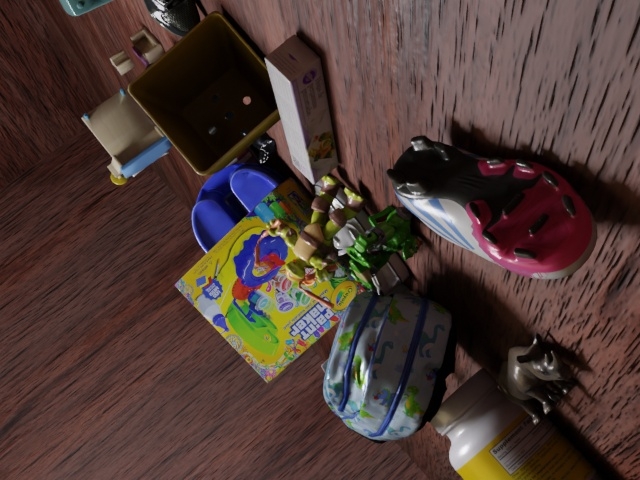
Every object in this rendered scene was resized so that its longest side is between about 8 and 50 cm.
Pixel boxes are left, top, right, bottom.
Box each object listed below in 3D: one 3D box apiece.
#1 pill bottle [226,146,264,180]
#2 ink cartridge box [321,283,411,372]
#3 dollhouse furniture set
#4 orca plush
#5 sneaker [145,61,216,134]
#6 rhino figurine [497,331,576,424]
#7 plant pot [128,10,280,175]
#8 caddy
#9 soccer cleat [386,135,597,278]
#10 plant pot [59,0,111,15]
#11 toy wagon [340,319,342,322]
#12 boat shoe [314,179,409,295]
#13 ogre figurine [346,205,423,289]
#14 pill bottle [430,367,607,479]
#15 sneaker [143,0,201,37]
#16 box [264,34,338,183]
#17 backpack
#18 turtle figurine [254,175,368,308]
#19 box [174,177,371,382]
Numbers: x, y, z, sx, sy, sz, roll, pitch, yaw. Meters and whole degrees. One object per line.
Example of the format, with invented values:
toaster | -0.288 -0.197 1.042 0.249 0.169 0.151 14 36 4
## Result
pill bottle | -0.174 -0.142 2.061 0.193 0.108 0.108 55 168 -20
ink cartridge box | 0.113 0.235 1.809 0.060 0.239 0.275 41 165 39
dollhouse furniture set | -0.454 -0.305 2.139 0.286 0.303 0.198 48 167 15
orca plush | -0.225 -0.268 1.876 0.287 0.102 0.151 51 169 0
sneaker | -0.304 -0.288 1.951 0.283 0.107 0.124 51 -156 14
rhino figurine | 0.329 0.207 1.316 0.106 0.073 0.243 44 166 18
plant pot | -0.184 -0.247 1.571 0.212 0.212 0.187 49 180 7
caddy | -0.139 -0.018 1.957 0.341 0.241 0.179 52 -178 -3
soccer cleat | 0.210 -0.030 0.989 0.143 0.116 0.331 39 179 -35
plant pot | -0.436 -0.515 1.569 0.234 0.165 0.165 -117 3 -51
toy wagon | 0.135 0.242 2.186 0.344 0.068 0.267 55 168 -15
boat shoe | 0.062 -0.005 1.643 0.258 0.084 0.095 50 169 2
ogre figurine | 0.102 0.005 1.437 0.097 0.118 0.197 41 166 34
pill bottle | 0.353 0.397 1.524 0.334 0.188 0.188 48 168 15
sneaker | -0.276 -0.454 1.527 0.130 0.087 0.227 45 164 55
box | -0.025 -0.203 1.408 0.067 0.063 0.324 45 167 23
backpack | 0.123 0.216 1.512 0.273 0.290 0.355 26 172 -11
turtle figurine | 0.000 0.000 1.556 0.087 0.217 0.269 27 -172 -39
box | -0.082 0.077 1.762 0.279 0.290 0.177 46 -163 -2
